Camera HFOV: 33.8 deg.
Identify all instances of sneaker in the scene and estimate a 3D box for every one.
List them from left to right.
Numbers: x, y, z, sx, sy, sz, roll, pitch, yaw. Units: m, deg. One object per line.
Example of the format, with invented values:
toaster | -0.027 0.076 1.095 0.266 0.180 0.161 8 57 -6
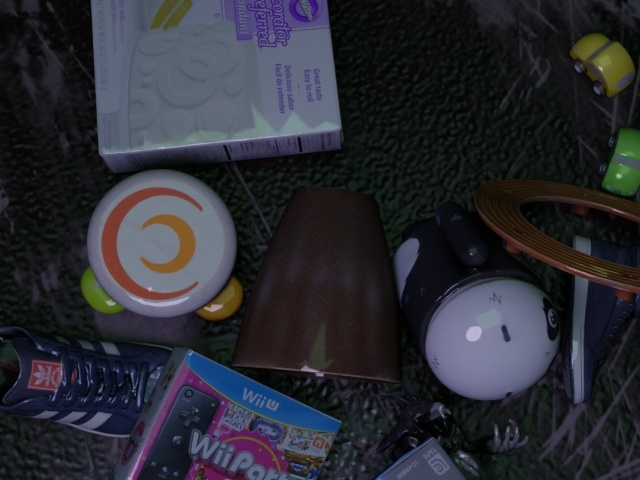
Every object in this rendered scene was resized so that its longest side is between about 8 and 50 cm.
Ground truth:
sneaker | -0.323 0.180 1.353 0.350 0.148 0.131 4 77 2
sneaker | 0.402 0.109 1.378 0.164 0.086 0.226 7 76 6

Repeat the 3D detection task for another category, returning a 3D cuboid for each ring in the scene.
ring | 0.351 0.000 1.310 0.337 0.336 0.032 15 112 5

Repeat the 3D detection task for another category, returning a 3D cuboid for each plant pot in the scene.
plant pot | 0.006 0.056 1.327 0.216 0.215 0.230 5 82 3

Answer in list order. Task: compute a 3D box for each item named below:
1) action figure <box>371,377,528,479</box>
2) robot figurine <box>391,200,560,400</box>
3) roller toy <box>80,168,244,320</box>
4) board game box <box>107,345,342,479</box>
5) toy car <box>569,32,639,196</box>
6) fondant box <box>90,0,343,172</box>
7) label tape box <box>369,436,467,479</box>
action figure | 0.181 0.280 1.311 0.164 0.141 0.275 -26 78 -42
robot figurine | 0.191 0.072 1.315 0.209 0.278 0.173 28 113 -28
roller toy | -0.201 0.007 1.391 0.210 0.146 0.191 4 86 -3
board game box | -0.142 0.314 1.310 0.224 0.097 0.303 27 79 -15
toy car | 0.446 -0.170 1.458 0.239 0.053 0.224 17 78 6
fondant box | -0.144 -0.234 1.471 0.331 0.096 0.238 -6 77 -1
label tape box | 0.140 0.437 1.223 0.115 0.249 0.347 -24 73 -43
